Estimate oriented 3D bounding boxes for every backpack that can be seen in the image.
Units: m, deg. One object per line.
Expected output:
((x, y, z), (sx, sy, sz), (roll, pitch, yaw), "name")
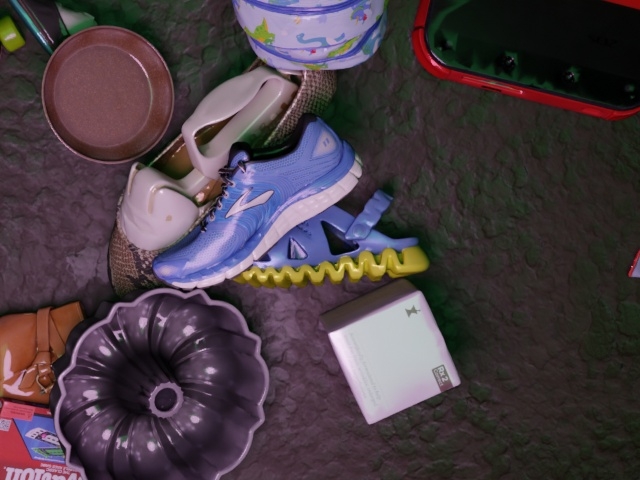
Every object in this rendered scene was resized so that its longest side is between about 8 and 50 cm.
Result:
((-0.009, -0.401, 1.767), (0.290, 0.355, 0.273), (0, 119, -2), "backpack")

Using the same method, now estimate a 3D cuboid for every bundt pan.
((-0.246, 0.216, 1.860), (0.331, 0.124, 0.330), (-6, 103, -28), "bundt pan")

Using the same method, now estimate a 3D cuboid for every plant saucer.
((-0.310, -0.210, 1.847), (0.199, 0.036, 0.198), (-2, 94, -28), "plant saucer")

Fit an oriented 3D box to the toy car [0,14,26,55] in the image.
((-0.529, -0.303, 1.819), (0.155, 0.188, 0.149), (-29, 96, 0), "toy car")

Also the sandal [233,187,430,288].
((0.000, 0.000, 1.923), (0.318, 0.126, 0.138), (-6, 85, -9), "sandal")

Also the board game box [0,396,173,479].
((-0.362, 0.327, 1.908), (0.281, 0.027, 0.145), (15, 96, -31), "board game box")

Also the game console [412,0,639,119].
((0.354, -0.382, 1.942), (0.387, 0.060, 0.341), (13, 89, -5), "game console")

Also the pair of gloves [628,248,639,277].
((0.578, 0.002, 2.000), (0.159, 0.023, 0.198), (18, 94, -5), "pair of gloves")

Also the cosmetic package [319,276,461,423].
((0.100, 0.160, 1.902), (0.151, 0.183, 0.151), (-25, 96, -1), "cosmetic package")

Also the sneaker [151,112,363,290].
((-0.109, -0.061, 1.788), (0.330, 0.130, 0.147), (-38, 111, -2), "sneaker")

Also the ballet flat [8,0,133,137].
((-0.358, -0.272, 1.888), (0.096, 0.095, 0.280), (-31, 107, -10), "ballet flat")

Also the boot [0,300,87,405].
((-0.418, 0.242, 1.930), (0.220, 0.109, 0.283), (-20, 92, -8), "boot")

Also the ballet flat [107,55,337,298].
((-0.171, -0.118, 1.860), (0.164, 0.182, 0.483), (43, 92, 21), "ballet flat")
